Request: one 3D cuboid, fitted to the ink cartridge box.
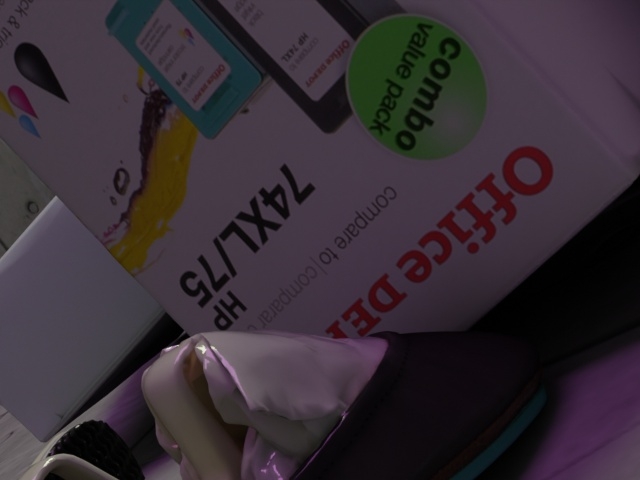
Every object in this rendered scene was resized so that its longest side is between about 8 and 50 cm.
[{"bbox_3d":[0.002,-0.099,0.669,0.198,0.270,0.197,-46,-3,37],"label":"ink cartridge box"}]

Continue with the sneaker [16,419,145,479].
[{"bbox_3d":[-0.145,0.142,0.799,0.075,0.057,0.161,-26,14,28],"label":"sneaker"}]

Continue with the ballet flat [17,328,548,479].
[{"bbox_3d":[-0.033,0.086,0.500,0.280,0.096,0.095,-41,8,-37],"label":"ballet flat"}]

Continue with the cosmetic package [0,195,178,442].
[{"bbox_3d":[-0.067,-0.038,1.068,0.284,0.097,0.377,-50,-1,8],"label":"cosmetic package"}]
